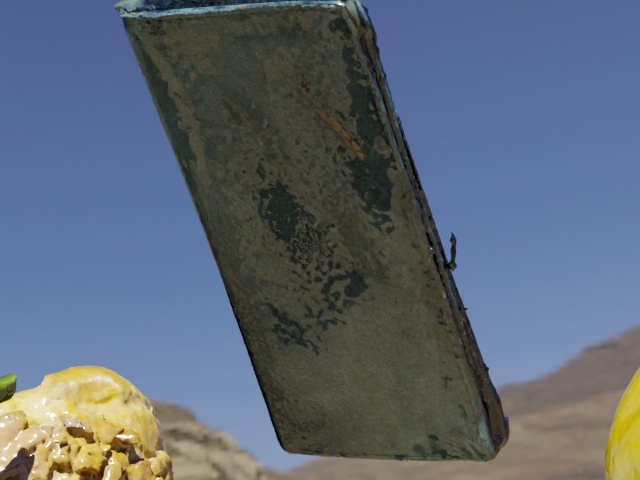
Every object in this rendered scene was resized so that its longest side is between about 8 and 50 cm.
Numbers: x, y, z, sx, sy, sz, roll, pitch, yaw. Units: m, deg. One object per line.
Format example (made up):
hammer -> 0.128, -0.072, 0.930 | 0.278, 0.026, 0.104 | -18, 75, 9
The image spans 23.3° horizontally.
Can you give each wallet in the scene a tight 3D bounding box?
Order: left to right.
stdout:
wallet -> 0.000, 0.000, 1.066 | 0.191, 0.379, 0.046 | 0, 33, 32

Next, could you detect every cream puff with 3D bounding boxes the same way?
cream puff -> -0.270, 0.301, 1.521 | 0.343, 0.231, 0.327 | -39, -28, -18

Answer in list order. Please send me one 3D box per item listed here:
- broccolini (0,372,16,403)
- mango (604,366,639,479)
broccolini -> -0.343, 0.157, 1.295 | 0.067, 0.058, 0.216 | 5, 11, 39
mango -> 0.246, 0.116, 0.667 | 0.262, 0.130, 0.167 | 14, -58, -10
